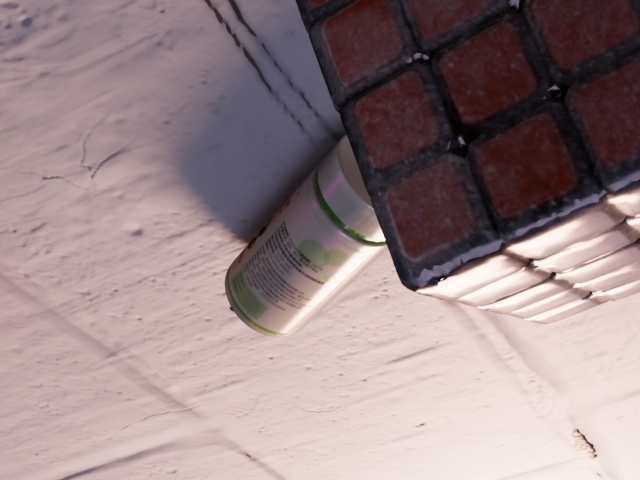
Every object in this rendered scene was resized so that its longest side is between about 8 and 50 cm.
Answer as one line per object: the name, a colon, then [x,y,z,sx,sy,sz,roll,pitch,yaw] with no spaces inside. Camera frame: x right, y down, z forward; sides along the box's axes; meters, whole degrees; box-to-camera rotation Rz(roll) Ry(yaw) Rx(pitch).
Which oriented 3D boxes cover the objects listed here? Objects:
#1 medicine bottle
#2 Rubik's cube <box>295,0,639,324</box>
medicine bottle: [0.000,0.000,0.780,0.086,0.086,0.183,20,135,-25]
Rubik's cube: [0.145,-0.109,0.492,0.238,0.237,0.237,-26,161,24]
